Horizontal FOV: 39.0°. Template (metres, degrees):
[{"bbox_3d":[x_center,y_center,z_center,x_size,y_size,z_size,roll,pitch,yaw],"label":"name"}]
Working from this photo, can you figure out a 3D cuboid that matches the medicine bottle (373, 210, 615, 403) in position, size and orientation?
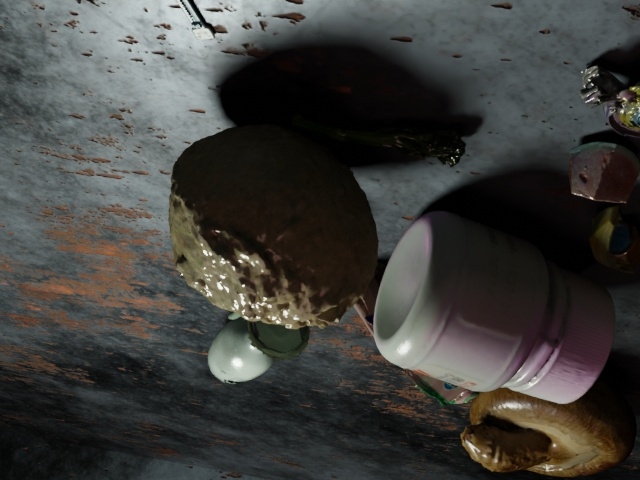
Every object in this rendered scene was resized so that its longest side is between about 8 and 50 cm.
[{"bbox_3d":[0.257,0.108,1.359,0.302,0.241,0.241,19,153,-12],"label":"medicine bottle"}]

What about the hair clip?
[{"bbox_3d":[0.374,-0.155,1.025,0.172,0.049,0.116,14,168,-18],"label":"hair clip"}]

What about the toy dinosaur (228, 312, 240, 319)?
[{"bbox_3d":[-0.118,0.040,1.496,0.205,0.092,0.393,52,162,16],"label":"toy dinosaur"}]

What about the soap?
[{"bbox_3d":[0.166,0.163,1.597,0.098,0.217,0.273,-36,136,11],"label":"soap"}]

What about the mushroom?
[{"bbox_3d":[0.460,0.357,1.807,0.345,0.239,0.345,12,175,1],"label":"mushroom"}]

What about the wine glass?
[{"bbox_3d":[-0.136,0.206,1.850,0.143,0.143,0.321,22,155,-16],"label":"wine glass"}]

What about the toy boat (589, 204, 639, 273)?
[{"bbox_3d":[0.418,-0.001,1.269,0.066,0.065,0.172,12,162,35],"label":"toy boat"}]

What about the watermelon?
[{"bbox_3d":[0.358,-0.084,1.135,0.085,0.072,0.092,-1,150,-8],"label":"watermelon"}]

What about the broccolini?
[{"bbox_3d":[0.075,-0.140,1.197,0.239,0.051,0.054,12,112,16],"label":"broccolini"}]

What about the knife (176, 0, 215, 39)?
[{"bbox_3d":[-0.156,-0.271,1.077,0.027,0.010,0.096,1,150,23],"label":"knife"}]

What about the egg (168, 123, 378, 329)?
[{"bbox_3d":[-0.066,-0.021,1.230,0.310,0.279,0.279,37,155,10],"label":"egg"}]
